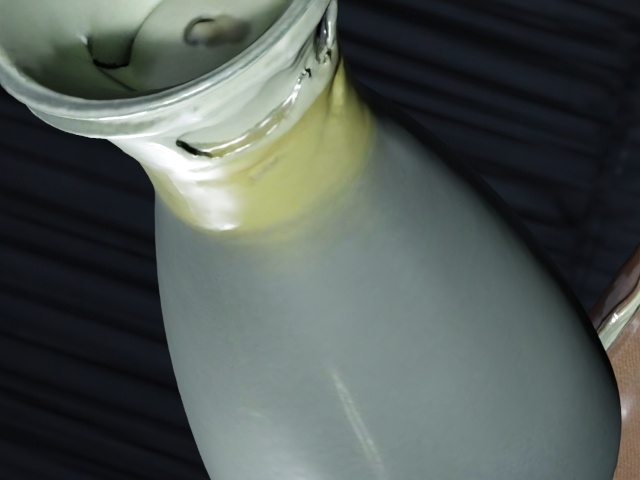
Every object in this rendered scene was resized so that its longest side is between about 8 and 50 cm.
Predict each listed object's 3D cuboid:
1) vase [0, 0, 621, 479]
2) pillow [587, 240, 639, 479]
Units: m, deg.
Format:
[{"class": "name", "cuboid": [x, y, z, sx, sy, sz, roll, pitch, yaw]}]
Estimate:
[{"class": "vase", "cuboid": [0.000, 0.000, 0.703, 0.321, 0.173, 0.173, 63, 40, -50]}, {"class": "pillow", "cuboid": [0.282, 0.030, 1.005, 0.308, 0.305, 0.108, -57, -137, 22]}]
